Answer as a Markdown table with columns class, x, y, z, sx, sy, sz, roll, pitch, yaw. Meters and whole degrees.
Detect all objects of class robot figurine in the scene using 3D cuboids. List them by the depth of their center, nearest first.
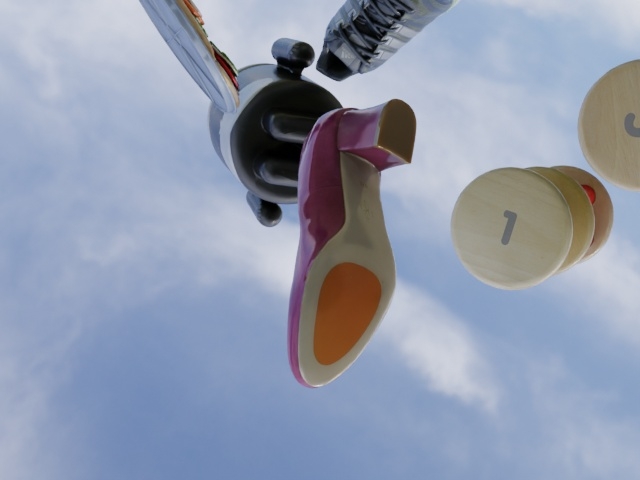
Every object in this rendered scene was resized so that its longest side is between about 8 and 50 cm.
| class | x | y | z | sx | sy | sz | roll | pitch | yaw |
| --- | --- | --- | --- | --- | --- | --- | --- | --- | --- |
| robot figurine | -0.057 | -0.149 | 1.330 | 0.173 | 0.209 | 0.278 | 48 | 179 | -26 |

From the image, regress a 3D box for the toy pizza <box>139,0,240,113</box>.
| class | x | y | z | sx | sy | sz | roll | pitch | yaw |
| --- | --- | --- | --- | --- | --- | --- | --- | --- | --- |
| toy pizza | -0.139 | -0.219 | 0.996 | 0.032 | 0.201 | 0.201 | -36 | -115 | -7 |

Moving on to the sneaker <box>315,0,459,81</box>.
| class | x | y | z | sx | sy | sz | roll | pitch | yaw |
| --- | --- | --- | --- | --- | --- | --- | --- | --- | --- |
| sneaker | 0.072 | -0.257 | 1.130 | 0.111 | 0.300 | 0.121 | 39 | -103 | -3 |

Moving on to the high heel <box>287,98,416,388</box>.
| class | x | y | z | sx | sy | sz | roll | pitch | yaw |
| --- | --- | --- | --- | --- | --- | --- | --- | --- | --- |
| high heel | 0.000 | 0.000 | 0.769 | 0.082 | 0.117 | 0.244 | 24 | -111 | -33 |

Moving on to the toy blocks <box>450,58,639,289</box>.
| class | x | y | z | sx | sy | sz | roll | pitch | yaw |
| --- | --- | --- | --- | --- | --- | --- | --- | --- | --- |
| toy blocks | 0.136 | -0.031 | 0.457 | 0.054 | 0.123 | 0.148 | 56 | -155 | 12 |
